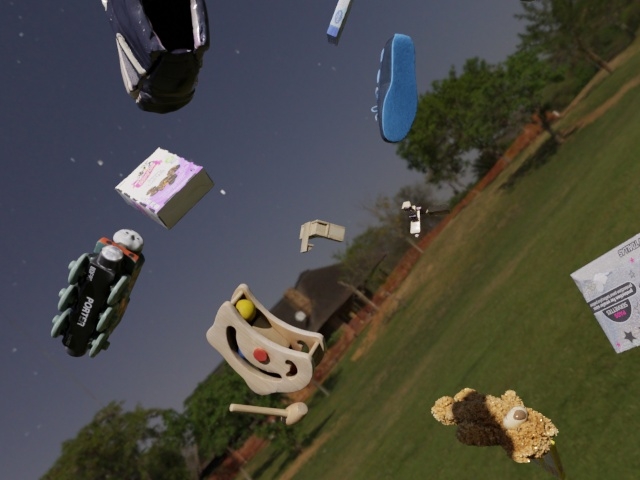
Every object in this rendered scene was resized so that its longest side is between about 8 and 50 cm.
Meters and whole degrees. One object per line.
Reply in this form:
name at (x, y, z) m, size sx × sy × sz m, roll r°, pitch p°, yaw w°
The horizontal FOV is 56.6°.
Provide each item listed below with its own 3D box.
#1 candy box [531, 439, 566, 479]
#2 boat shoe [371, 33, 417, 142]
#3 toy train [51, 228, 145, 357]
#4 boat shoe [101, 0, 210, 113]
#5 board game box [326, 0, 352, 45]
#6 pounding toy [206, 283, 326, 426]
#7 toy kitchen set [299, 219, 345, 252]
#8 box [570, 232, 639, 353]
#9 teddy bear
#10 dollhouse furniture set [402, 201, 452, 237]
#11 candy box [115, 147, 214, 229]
candy box at (0.646, 0.619, 1.730) m, size 0.027 × 0.105 × 0.206 m, roll -46°, pitch -50°, yaw -21°
boat shoe at (0.182, -0.356, 1.427) m, size 0.089 × 0.109 × 0.258 m, roll 178°, pitch 103°, yaw -68°
toy train at (-0.506, 0.122, 1.377) m, size 0.334 × 0.142 × 0.190 m, roll -60°, pitch 5°, yaw 30°
boat shoe at (-0.206, -0.337, 0.701) m, size 0.127 × 0.340 × 0.158 m, roll -17°, pitch -1°, yaw -25°
board game box at (0.036, -0.383, 1.009) m, size 0.090 × 0.020 × 0.090 m, roll -78°, pitch 10°, yaw -81°
pounding toy at (-0.094, 0.220, 1.075) m, size 0.154 × 0.269 × 0.155 m, roll -36°, pitch 9°, yaw 31°
toy kitchen set at (0.000, 0.000, 1.346) m, size 0.083 × 0.075 × 0.068 m, roll -15°, pitch 63°, yaw 63°
box at (0.508, 0.041, 0.819) m, size 0.163 × 0.142 × 0.247 m, roll -16°, pitch -20°, yaw -25°
teddy bear at (0.447, 0.460, 1.566) m, size 0.338 × 0.245 × 0.113 m, roll -157°, pitch 65°, yaw -76°
dollhouse furniture set at (0.287, -0.058, 1.588) m, size 0.091 × 0.114 × 0.081 m, roll 34°, pitch -126°, yaw -54°
candy box at (-0.396, -0.136, 1.506) m, size 0.165 × 0.196 × 0.070 m, roll -49°, pitch -39°, yaw -19°
